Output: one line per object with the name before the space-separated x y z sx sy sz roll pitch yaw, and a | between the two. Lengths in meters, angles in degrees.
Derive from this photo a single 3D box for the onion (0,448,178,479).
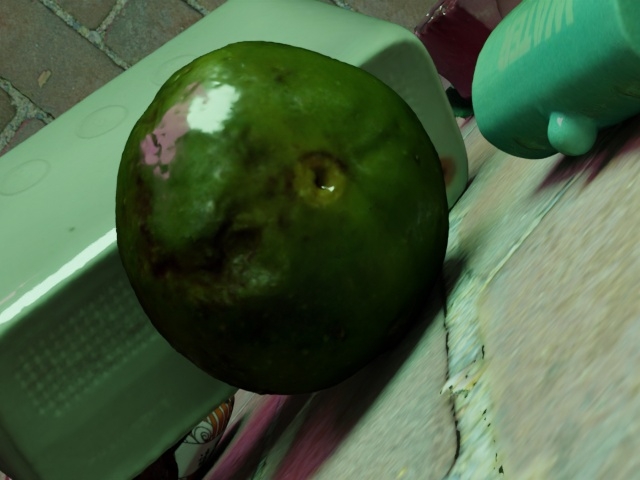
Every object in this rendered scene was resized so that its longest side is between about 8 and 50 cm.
onion | -0.184 0.221 1.015 0.195 0.140 0.218 -55 27 10

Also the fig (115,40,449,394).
fig | -0.025 0.005 0.761 0.195 0.195 0.245 -53 -11 -27

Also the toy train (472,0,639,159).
toy train | 0.138 -0.112 0.599 0.248 0.101 0.159 147 146 -82

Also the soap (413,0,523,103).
soap | 0.198 -0.255 1.176 0.250 0.099 0.162 -53 3 -16

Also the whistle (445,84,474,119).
whistle | 0.174 -0.189 1.327 0.186 0.039 0.039 -54 4 -39

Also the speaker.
speaker | -0.096 -0.005 0.919 0.406 0.183 0.184 -39 32 -20

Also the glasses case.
glasses case | -0.169 0.231 1.196 0.266 0.067 0.103 -50 5 14
